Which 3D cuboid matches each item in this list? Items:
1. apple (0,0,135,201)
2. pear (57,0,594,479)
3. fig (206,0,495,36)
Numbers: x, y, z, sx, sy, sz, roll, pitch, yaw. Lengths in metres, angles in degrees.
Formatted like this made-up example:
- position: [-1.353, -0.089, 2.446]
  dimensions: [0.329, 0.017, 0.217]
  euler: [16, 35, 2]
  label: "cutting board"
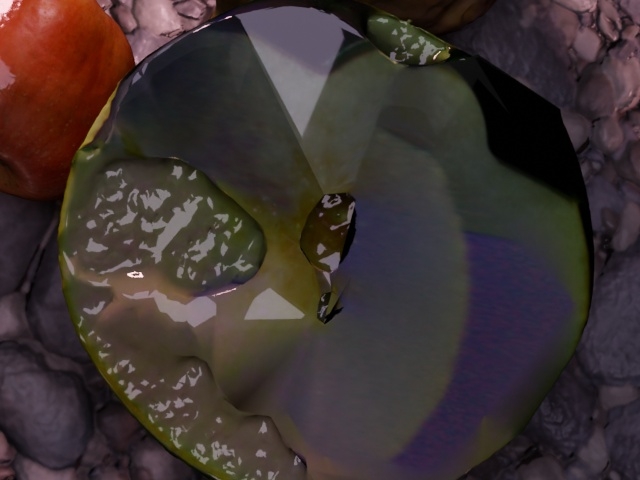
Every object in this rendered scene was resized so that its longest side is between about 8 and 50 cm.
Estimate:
- position: [-0.237, -0.133, 1.548]
  dimensions: [0.199, 0.199, 0.199]
  euler: [1, 76, -3]
  label: "apple"
- position: [-0.002, 0.003, 1.496]
  dimensions: [0.398, 0.165, 0.399]
  euler: [-1, 98, -4]
  label: "pear"
- position: [-0.024, -0.235, 1.559]
  dimensions: [0.368, 0.286, 0.286]
  euler: [-42, 81, 12]
  label: "fig"
